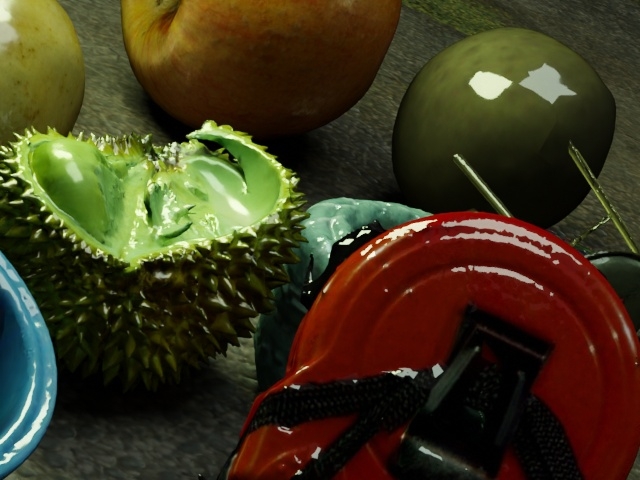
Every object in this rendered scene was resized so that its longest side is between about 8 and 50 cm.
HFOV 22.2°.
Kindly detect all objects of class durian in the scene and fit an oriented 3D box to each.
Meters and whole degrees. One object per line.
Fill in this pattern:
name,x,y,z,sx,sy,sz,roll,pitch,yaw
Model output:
durian,-0.130,0.006,1.150,0.237,0.176,0.200,-18,62,-41

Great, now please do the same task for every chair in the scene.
chair,0.236,0.061,1.405,0.170,0.159,0.325,-7,43,-26

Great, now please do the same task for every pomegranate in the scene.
pomegranate,-0.288,-0.114,1.229,0.233,0.233,0.233,20,23,-8

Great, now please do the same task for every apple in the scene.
apple,-0.052,-0.241,1.627,0.275,0.299,0.299,7,27,-27

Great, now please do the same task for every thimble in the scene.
thimble,0.071,0.072,1.241,0.235,0.143,0.198,14,25,-20

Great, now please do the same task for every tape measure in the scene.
tape measure,0.081,0.104,1.058,0.253,0.260,0.114,24,-11,-2

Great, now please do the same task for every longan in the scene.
longan,0.187,-0.105,1.624,0.215,0.246,0.246,58,15,-18

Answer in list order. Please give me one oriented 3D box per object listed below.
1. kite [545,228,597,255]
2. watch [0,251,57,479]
kite,0.226,0.006,1.704,0.190,0.010,0.159,6,24,-24
watch,-0.278,0.052,0.885,0.274,0.241,0.305,41,31,1
